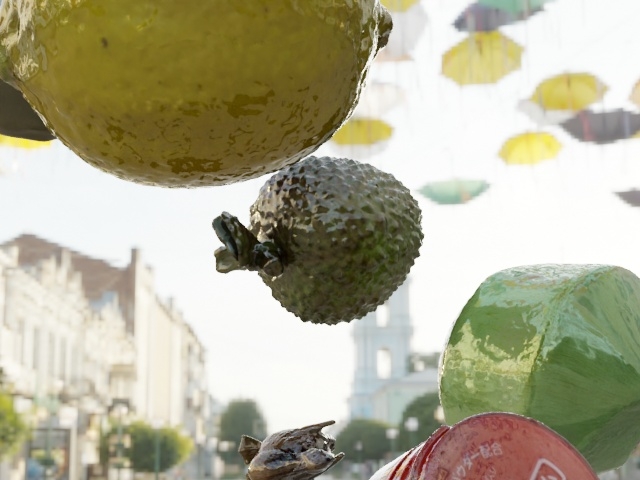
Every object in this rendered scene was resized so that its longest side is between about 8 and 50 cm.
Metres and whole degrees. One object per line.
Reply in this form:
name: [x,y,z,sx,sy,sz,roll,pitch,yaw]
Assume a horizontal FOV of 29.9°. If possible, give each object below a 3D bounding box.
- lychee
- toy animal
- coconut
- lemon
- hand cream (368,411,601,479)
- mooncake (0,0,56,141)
lychee: [0.009,-0.004,1.781,0.270,0.270,0.320,-12,25,45]
toy animal: [-0.018,0.287,1.603,0.179,0.089,0.188,-18,-3,44]
coconut: [0.315,0.172,1.554,0.328,0.281,0.328,-17,18,6]
lemon: [-0.111,-0.201,1.072,0.335,0.336,0.336,0,-11,0]
hand cream: [0.122,0.237,0.907,0.193,0.193,0.125,6,-32,-30]
mooncake: [-0.368,-0.233,1.622,0.284,0.156,0.284,6,22,-2]
